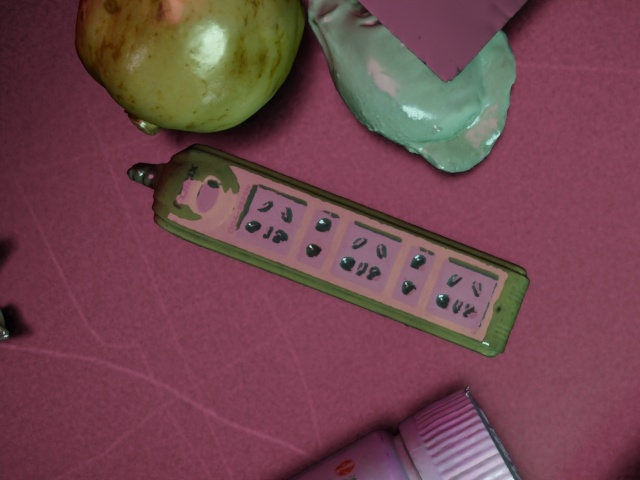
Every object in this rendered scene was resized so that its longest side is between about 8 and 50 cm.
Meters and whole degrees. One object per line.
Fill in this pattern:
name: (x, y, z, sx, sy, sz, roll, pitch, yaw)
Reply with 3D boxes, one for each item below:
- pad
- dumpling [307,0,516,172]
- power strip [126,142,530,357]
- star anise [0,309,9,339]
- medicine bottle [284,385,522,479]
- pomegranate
pad: (0.144, -0.285, 1.295, 0.159, 0.009, 0.265, 44, 88, -2)
dumpling: (0.079, -0.160, 1.354, 0.219, 0.108, 0.152, 51, 55, -9)
power strip: (0.000, 0.000, 1.365, 0.388, 0.066, 0.092, 21, 88, 6)
star anise: (-0.385, 0.063, 1.394, 0.197, 0.073, 0.212, 11, 92, 9)
medicine bottle: (0.044, 0.270, 1.295, 0.291, 0.178, 0.178, -29, 86, 4)
pomegranate: (-0.125, -0.195, 1.317, 0.215, 0.215, 0.215, 0, 88, 5)
